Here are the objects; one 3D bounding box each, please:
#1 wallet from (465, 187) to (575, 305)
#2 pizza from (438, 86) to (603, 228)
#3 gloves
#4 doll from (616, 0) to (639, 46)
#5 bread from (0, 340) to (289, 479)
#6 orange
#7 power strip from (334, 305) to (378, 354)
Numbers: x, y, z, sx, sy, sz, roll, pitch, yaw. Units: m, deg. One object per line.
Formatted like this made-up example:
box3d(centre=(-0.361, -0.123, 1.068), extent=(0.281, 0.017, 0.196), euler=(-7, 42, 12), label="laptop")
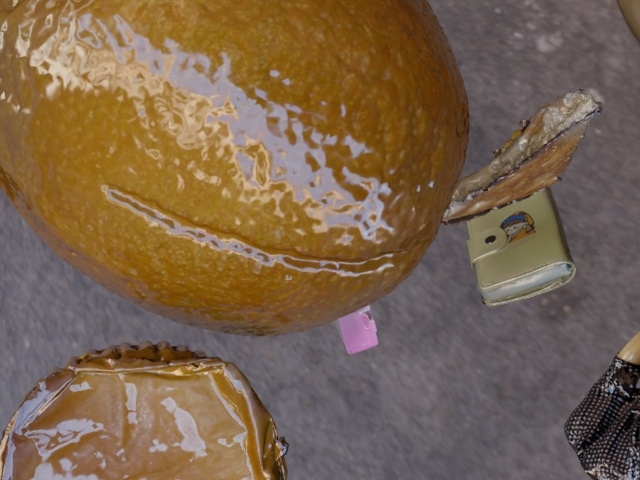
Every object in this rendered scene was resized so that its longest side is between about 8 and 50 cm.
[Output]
box3d(centre=(0.218, 0.006, 1.505), extent=(0.110, 0.155, 0.039), euler=(-20, 123, 13), label="wallet")
box3d(centre=(0.182, -0.081, 1.211), extent=(0.185, 0.195, 0.052), euler=(-21, 75, -37), label="pizza")
box3d(centre=(0.319, 0.148, 1.279), extent=(0.106, 0.129, 0.180), euler=(42, 104, 8), label="gloves")
box3d(centre=(0.130, -0.155, 0.350), extent=(0.235, 0.174, 0.330), euler=(-35, 88, 21), label="doll")
box3d(centre=(-0.124, 0.160, 0.931), extent=(0.199, 0.104, 0.199), euler=(-1, 93, -11), label="bread")
box3d(centre=(-0.075, -0.092, 1.005), extent=(0.357, 0.322, 0.322), euler=(14, 102, -11), label="orange")
box3d(centre=(0.000, 0.000, 1.497), extent=(0.038, 0.279, 0.109), euler=(-20, 137, -4), label="power strip")
